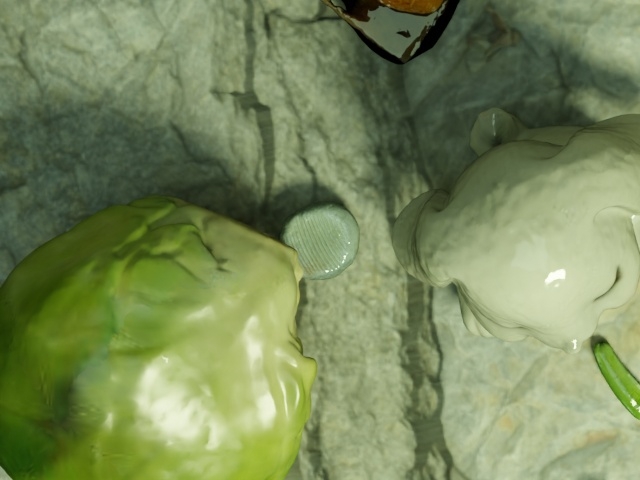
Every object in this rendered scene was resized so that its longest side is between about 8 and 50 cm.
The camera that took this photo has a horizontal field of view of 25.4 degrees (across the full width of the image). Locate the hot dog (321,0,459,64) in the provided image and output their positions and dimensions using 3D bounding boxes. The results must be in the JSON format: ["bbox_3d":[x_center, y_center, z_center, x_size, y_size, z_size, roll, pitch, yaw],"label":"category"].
[{"bbox_3d":[0.011,-0.321,1.268,0.326,0.107,0.194,43,107,1],"label":"hot dog"}]

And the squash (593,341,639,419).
[{"bbox_3d":[0.286,0.134,1.346,0.027,0.027,0.089,-39,90,18],"label":"squash"}]

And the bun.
[{"bbox_3d":[0.000,0.000,1.373,0.083,0.045,0.083,2,101,10],"label":"bun"}]

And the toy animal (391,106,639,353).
[{"bbox_3d":[0.178,-0.012,1.215,0.271,0.265,0.206,-21,95,19],"label":"toy animal"}]

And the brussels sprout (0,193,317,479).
[{"bbox_3d":[-0.162,0.117,1.338,0.344,0.268,0.344,-2,101,-9],"label":"brussels sprout"}]
